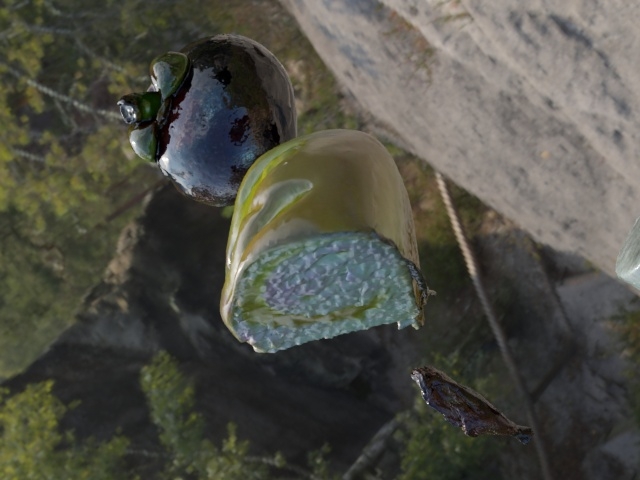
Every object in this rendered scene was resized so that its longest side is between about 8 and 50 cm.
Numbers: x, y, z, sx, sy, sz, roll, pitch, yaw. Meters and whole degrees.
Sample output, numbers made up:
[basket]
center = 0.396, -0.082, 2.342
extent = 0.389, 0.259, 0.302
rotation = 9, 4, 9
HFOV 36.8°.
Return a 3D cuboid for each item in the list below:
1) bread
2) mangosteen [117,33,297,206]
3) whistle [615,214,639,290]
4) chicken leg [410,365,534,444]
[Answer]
[bread]
center = 0.002, -0.001, 0.762
extent = 0.158, 0.156, 0.261
rotation = -11, 149, 8
[mangosteen]
center = -0.135, -0.144, 1.204
extent = 0.216, 0.216, 0.216
rotation = 26, 138, 27
[whistle]
center = 0.482, 0.000, 1.085
extent = 0.168, 0.188, 0.405
rotation = 33, 172, 2
[chicken leg]
center = 0.151, 0.168, 0.956
extent = 0.145, 0.062, 0.037
rotation = 32, 103, -2
